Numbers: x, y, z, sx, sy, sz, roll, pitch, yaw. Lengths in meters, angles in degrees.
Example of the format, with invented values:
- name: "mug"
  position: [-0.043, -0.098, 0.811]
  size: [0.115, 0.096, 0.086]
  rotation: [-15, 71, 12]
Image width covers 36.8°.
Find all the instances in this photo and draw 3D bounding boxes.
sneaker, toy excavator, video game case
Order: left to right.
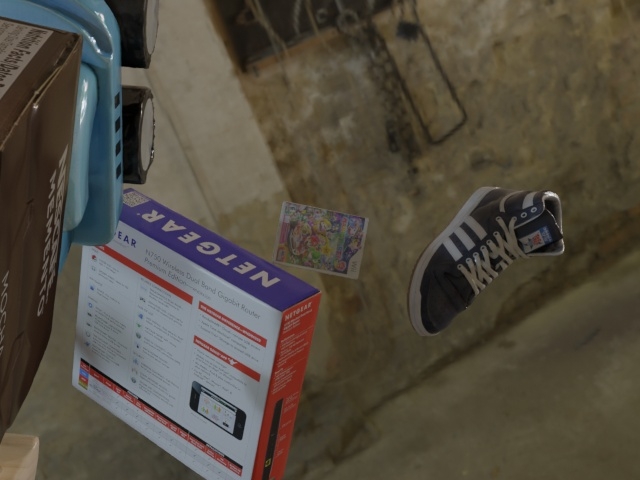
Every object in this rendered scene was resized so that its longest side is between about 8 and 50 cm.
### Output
- name: "toy excavator"
  position: [-0.298, -0.014, 0.900]
  size: [0.222, 0.433, 0.445]
  rotation: [7, 38, -3]
- name: "video game case"
  position: [0.000, 0.000, 1.326]
  size: [0.122, 0.087, 0.011]
  rotation: [11, -6, -10]
- name: "sneaker"
  position: [0.242, 0.024, 1.361]
  size: [0.153, 0.099, 0.282]
  rotation: [3, 45, 44]

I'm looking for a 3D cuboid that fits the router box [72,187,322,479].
- name: "router box"
  position: [-0.176, 0.134, 1.261]
  size: [0.335, 0.301, 0.082]
  rotation: [28, 31, 27]

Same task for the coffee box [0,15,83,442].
- name: "coffee box"
  position: [-0.261, -0.021, 0.382]
  size: [0.297, 0.168, 0.119]
  rotation: [12, 31, -7]
